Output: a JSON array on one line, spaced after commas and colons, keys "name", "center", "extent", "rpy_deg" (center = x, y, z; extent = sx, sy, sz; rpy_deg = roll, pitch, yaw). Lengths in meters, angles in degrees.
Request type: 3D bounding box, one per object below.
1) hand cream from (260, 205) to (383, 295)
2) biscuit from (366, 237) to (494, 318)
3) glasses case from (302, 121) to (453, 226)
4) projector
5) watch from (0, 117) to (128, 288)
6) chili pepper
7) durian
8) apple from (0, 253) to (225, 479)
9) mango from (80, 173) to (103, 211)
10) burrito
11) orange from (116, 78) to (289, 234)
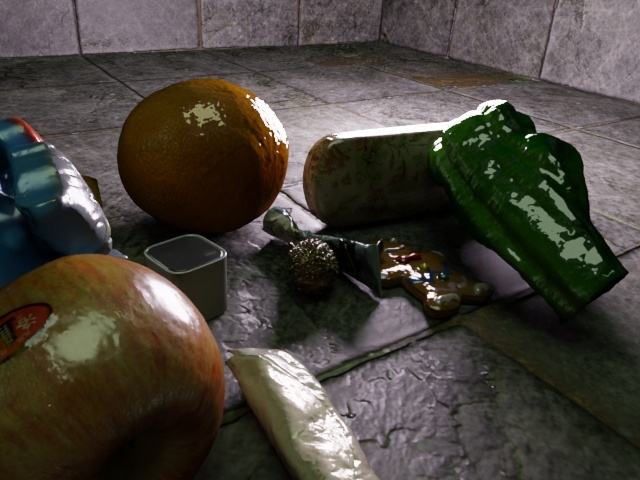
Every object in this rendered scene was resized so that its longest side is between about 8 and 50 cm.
[{"name": "hand cream", "center": [0.000, -0.001, 0.825], "extent": [0.248, 0.075, 0.052], "rpy_deg": [22, 61, 41]}, {"name": "biscuit", "center": [0.139, 0.042, 0.810], "extent": [0.138, 0.031, 0.205], "rpy_deg": [-15, 31, -30]}, {"name": "glasses case", "center": [0.168, -0.124, 0.989], "extent": [0.425, 0.156, 0.098], "rpy_deg": [-10, 22, -24]}, {"name": "projector", "center": [-0.167, 0.050, 0.699], "extent": [0.083, 0.082, 0.083], "rpy_deg": [27, 35, 37]}, {"name": "watch", "center": [-0.340, 0.033, 0.519], "extent": [0.274, 0.241, 0.305], "rpy_deg": [-31, 10, -31]}, {"name": "chili pepper", "center": [0.304, -0.060, 0.798], "extent": [0.213, 0.167, 0.385], "rpy_deg": [0, 46, -27]}, {"name": "durian", "center": [-0.016, 0.032, 0.753], "extent": [0.080, 0.080, 0.091], "rpy_deg": [-22, 59, -39]}, {"name": "apple", "center": [-0.182, 0.118, 0.436], "extent": [0.211, 0.211, 0.188], "rpy_deg": [-23, 44, -40]}, {"name": "mango", "center": [-0.461, -0.030, 0.762], "extent": [0.187, 0.144, 0.359], "rpy_deg": [28, 29, 19]}, {"name": "burrito", "center": [-0.011, 0.180, 0.496], "extent": [0.082, 0.059, 0.275], "rpy_deg": [5, 24, -30]}, {"name": "orange", "center": [-0.187, -0.131, 0.886], "extent": [0.264, 0.264, 0.264], "rpy_deg": [3, 28, -1]}]
